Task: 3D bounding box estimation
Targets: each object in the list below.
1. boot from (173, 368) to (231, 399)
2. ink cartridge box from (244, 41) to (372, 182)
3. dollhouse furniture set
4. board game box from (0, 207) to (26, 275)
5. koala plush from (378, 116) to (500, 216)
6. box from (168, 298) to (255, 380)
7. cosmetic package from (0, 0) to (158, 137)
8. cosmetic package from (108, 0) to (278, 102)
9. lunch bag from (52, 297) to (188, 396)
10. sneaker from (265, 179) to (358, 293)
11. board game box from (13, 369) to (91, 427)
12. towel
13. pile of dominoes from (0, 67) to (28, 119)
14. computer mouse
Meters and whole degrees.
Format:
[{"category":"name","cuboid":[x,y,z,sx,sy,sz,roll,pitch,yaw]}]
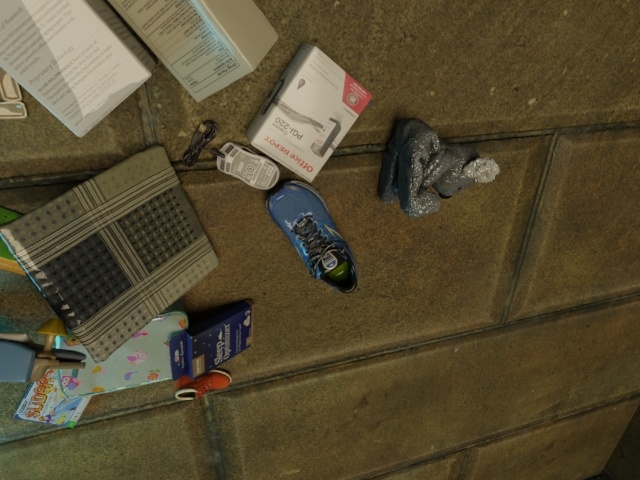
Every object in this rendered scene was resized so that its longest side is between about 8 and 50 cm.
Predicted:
[{"category":"boot","cuboid":[-0.312,0.389,1.091,0.157,0.085,0.059,9,113,-25]},{"category":"ink cartridge box","cuboid":[-0.027,-0.253,0.826,0.158,0.092,0.218,29,107,-30]},{"category":"dollhouse furniture set","cuboid":[-0.551,0.144,0.747,0.303,0.286,0.198,4,73,-2]},{"category":"board game box","cuboid":[-0.527,0.020,0.784,0.259,0.124,0.039,22,121,-27]},{"category":"koala plush","cuboid":[0.271,-0.168,0.923,0.221,0.196,0.204,-1,108,-14]},{"category":"box","cuboid":[-0.254,0.246,0.993,0.225,0.036,0.137,-23,130,-43]},{"category":"cosmetic package","cuboid":[-0.419,-0.353,0.572,0.155,0.197,0.365,-38,121,5]},{"category":"cosmetic package","cuboid":[-0.228,-0.390,0.626,0.160,0.113,0.309,-8,136,38]},{"category":"lunch bag","cuboid":[-0.449,0.236,0.932,0.278,0.108,0.224,-3,119,-24]},{"category":"sneaker","cuboid":[0.000,0.000,0.943,0.129,0.147,0.330,-38,122,4]},{"category":"board game box","cuboid":[-0.628,0.362,0.994,0.136,0.035,0.201,26,107,-29]},{"category":"towel","cuboid":[-0.372,0.018,0.794,0.324,0.056,0.313,-43,129,-37]},{"category":"pile of dominoes","cuboid":[-0.629,-0.290,0.643,0.251,0.040,0.196,-9,120,-24]},{"category":"computer mouse","cuboid":[-0.178,-0.165,0.854,0.192,0.042,0.106,24,103,-23]}]
